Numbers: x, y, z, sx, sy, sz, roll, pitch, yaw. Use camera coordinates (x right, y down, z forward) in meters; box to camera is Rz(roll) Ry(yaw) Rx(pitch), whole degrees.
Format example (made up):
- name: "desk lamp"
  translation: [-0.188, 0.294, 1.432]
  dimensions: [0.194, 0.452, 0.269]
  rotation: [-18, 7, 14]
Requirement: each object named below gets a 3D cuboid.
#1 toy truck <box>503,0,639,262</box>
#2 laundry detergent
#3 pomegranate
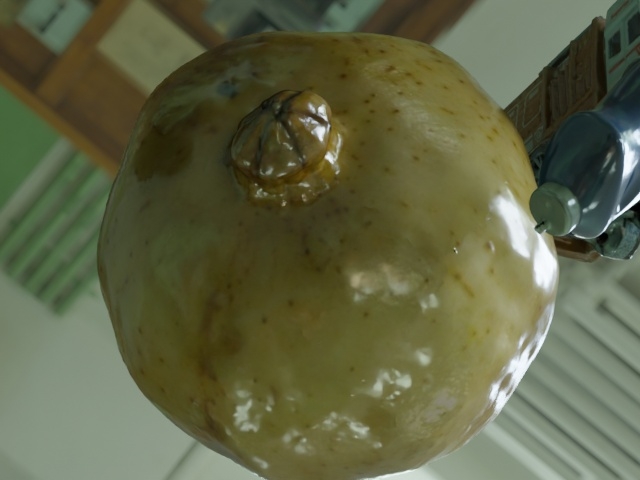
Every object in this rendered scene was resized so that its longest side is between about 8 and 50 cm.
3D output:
- name: "toy truck"
  translation: [0.264, -0.110, 1.683]
  dimensions: [0.305, 0.136, 0.162]
  rotation: [135, -38, -52]
- name: "laundry detergent"
  translation: [0.207, -0.067, 1.288]
  dimensions: [0.206, 0.061, 0.096]
  rotation: [-38, 150, -32]
- name: "pomegranate"
  translation: [0.000, 0.000, 1.526]
  dimensions: [0.410, 0.410, 0.410]
  rotation: [-50, -173, 8]
